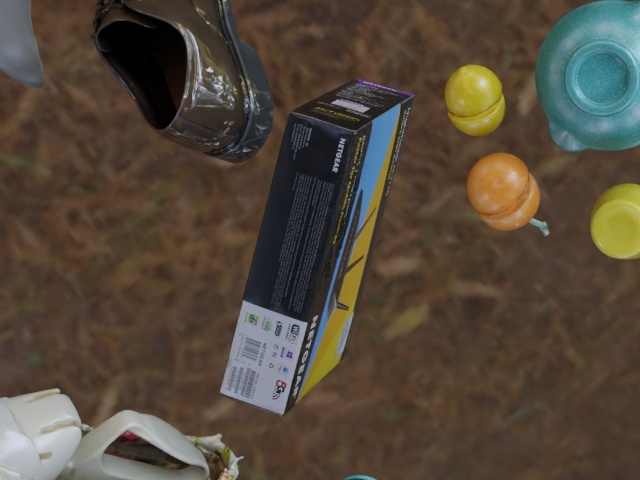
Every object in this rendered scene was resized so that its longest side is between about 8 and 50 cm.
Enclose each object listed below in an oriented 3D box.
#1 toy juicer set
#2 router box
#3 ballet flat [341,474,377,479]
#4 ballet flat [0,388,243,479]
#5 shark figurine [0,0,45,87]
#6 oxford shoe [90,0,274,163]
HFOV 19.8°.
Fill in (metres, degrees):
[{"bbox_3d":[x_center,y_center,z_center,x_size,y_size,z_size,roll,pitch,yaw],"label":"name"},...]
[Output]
[{"bbox_3d":[0.221,-0.153,1.635,0.089,0.209,0.329,-25,122,-71],"label":"toy juicer set"},{"bbox_3d":[0.000,0.000,1.097,0.133,0.046,0.179,-38,145,-68],"label":"router box"},{"bbox_3d":[0.070,0.244,1.264,0.074,0.074,0.203,-44,117,4],"label":"ballet flat"},{"bbox_3d":[-0.144,0.124,1.060,0.241,0.091,0.077,17,121,-43],"label":"ballet flat"},{"bbox_3d":[-0.262,-0.124,0.858,0.278,0.116,0.166,-13,161,27],"label":"shark figurine"},{"bbox_3d":[-0.112,-0.157,1.216,0.096,0.227,0.083,8,135,-47],"label":"oxford shoe"}]
